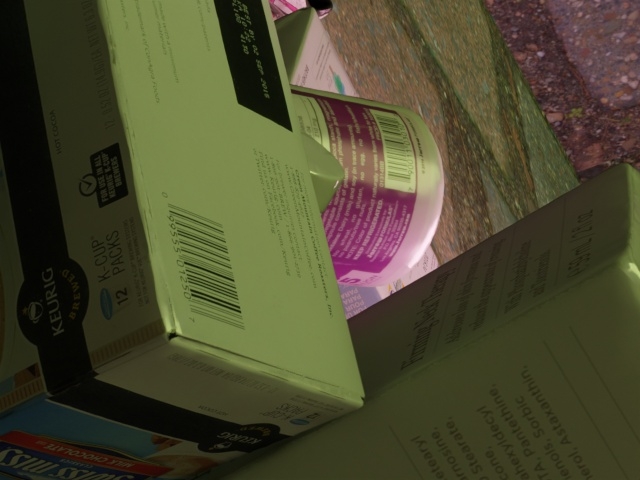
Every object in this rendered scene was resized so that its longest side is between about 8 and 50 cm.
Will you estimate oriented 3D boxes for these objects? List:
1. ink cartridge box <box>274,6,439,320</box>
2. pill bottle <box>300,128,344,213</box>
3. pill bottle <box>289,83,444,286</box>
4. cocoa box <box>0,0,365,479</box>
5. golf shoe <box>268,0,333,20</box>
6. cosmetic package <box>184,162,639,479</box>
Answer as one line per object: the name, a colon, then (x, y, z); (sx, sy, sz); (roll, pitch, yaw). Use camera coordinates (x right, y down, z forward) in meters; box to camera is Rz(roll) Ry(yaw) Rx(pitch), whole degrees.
ink cartridge box: (0.000, 0.000, 1.944); (0.395, 0.151, 0.270); (61, 19, -22)
pill bottle: (-0.082, 0.016, 1.471); (0.131, 0.229, 0.131); (30, 16, -10)
pill bottle: (-0.057, -0.055, 1.629); (0.302, 0.169, 0.169); (8, 56, -35)
cocoa box: (-0.153, -0.024, 1.300); (0.231, 0.228, 0.347); (24, 47, -54)
golf shoe: (-0.054, -0.320, 2.281); (0.186, 0.086, 0.067); (47, 29, -50)
cosmetic package: (0.145, 0.199, 1.449); (0.327, 0.394, 0.329); (58, 15, -7)
